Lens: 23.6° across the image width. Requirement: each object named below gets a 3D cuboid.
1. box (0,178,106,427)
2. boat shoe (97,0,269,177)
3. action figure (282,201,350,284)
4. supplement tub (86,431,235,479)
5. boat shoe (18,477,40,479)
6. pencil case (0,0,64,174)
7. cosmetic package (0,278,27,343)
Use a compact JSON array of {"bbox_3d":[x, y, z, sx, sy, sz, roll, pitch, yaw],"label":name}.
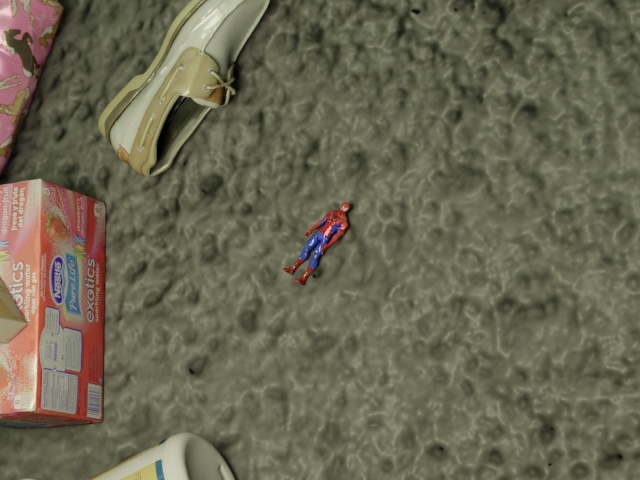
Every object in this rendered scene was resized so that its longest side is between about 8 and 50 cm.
[{"bbox_3d":[-0.377,0.086,1.977,0.142,0.154,0.300,-7,76,24],"label":"box"},{"bbox_3d":[-0.157,-0.211,1.968,0.302,0.113,0.103,-49,64,20],"label":"boat shoe"},{"bbox_3d":[0.000,0.000,1.884,0.038,0.030,0.115,41,95,33],"label":"action figure"},{"bbox_3d":[-0.210,0.332,1.843,0.200,0.144,0.144,-29,67,18],"label":"supplement tub"},{"bbox_3d":[-0.344,0.395,1.933,0.080,0.076,0.228,-39,65,13],"label":"boat shoe"},{"bbox_3d":[-0.488,-0.191,2.096,0.160,0.167,0.386,21,88,61],"label":"pencil case"},{"bbox_3d":[-0.414,0.068,1.881,0.041,0.060,0.115,-42,65,13],"label":"cosmetic package"}]
